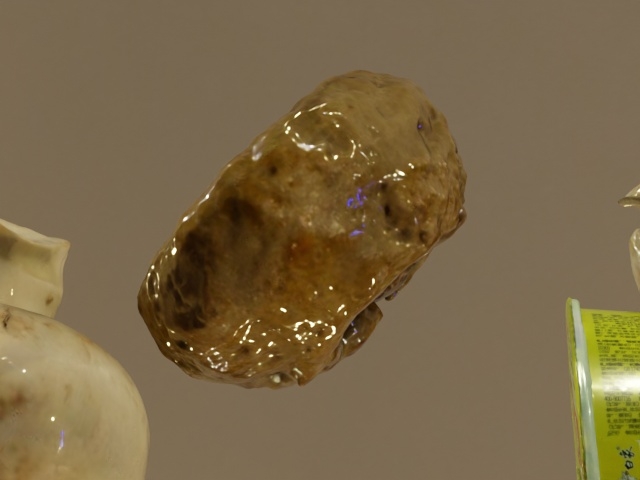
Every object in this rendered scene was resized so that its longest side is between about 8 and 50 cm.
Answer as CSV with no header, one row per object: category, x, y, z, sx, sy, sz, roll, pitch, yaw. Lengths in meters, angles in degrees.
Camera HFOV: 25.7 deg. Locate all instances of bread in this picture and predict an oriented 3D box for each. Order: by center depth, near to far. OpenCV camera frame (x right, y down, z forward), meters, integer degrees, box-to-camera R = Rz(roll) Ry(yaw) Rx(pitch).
bread,0.000,0.000,0.862,0.123,0.230,0.230,47,-58,9

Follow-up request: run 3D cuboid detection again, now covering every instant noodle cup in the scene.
instant noodle cup,0.304,0.188,1.045,0.222,0.311,0.311,-4,-82,9

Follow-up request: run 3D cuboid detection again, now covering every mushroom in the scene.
mushroom,-0.277,0.130,1.168,0.298,0.297,0.290,-22,-137,36

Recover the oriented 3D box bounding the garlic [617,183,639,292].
garlic,0.434,0.022,1.327,0.325,0.132,0.279,24,-38,9
